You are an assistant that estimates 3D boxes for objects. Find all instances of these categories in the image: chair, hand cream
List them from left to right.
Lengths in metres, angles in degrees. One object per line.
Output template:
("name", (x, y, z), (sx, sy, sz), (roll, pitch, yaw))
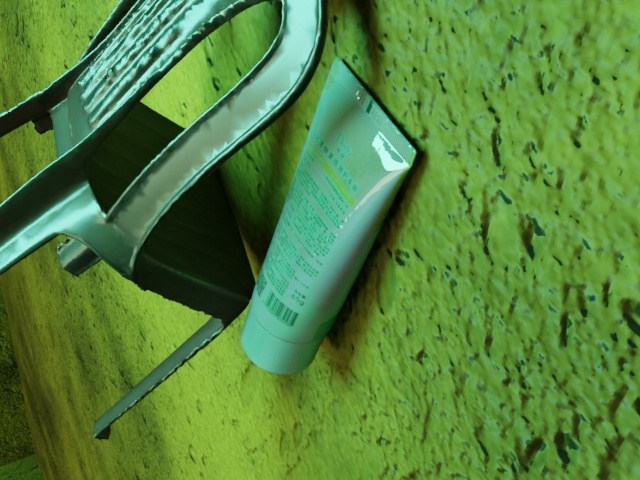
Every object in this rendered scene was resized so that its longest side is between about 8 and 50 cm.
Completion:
("chair", (-0.095, -0.047, 0.488), (0.326, 0.183, 0.176), (-35, 53, 18))
("hand cream", (0.000, 0.000, 0.424), (0.076, 0.047, 0.174), (56, 140, 36))
